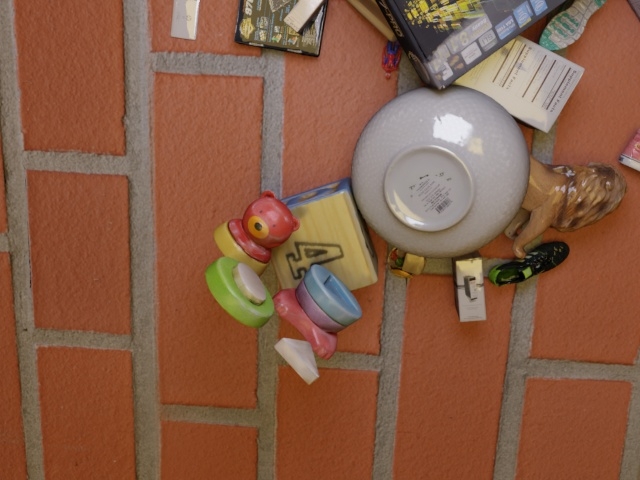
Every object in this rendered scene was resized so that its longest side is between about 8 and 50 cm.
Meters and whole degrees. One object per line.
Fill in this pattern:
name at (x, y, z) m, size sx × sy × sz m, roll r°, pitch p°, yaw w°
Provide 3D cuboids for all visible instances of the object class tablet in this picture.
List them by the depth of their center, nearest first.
tablet at (-0.281, -0.463, 1.296) m, size 0.054 × 0.006 × 0.083 m, roll 9°, pitch 104°, yaw 2°

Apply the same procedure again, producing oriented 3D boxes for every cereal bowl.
cereal bowl at (0.211, -0.115, 1.159) m, size 0.339 × 0.141 × 0.338 m, roll 6°, pitch 111°, yaw 17°

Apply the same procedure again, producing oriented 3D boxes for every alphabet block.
alphabet block at (0.000, 0.000, 1.288) m, size 0.194 × 0.192 × 0.197 m, roll -18°, pitch 102°, yaw 10°

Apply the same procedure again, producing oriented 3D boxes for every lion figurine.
lion figurine at (0.395, -0.126, 1.243) m, size 0.392 × 0.142 × 0.240 m, roll 31°, pitch 118°, yaw -11°

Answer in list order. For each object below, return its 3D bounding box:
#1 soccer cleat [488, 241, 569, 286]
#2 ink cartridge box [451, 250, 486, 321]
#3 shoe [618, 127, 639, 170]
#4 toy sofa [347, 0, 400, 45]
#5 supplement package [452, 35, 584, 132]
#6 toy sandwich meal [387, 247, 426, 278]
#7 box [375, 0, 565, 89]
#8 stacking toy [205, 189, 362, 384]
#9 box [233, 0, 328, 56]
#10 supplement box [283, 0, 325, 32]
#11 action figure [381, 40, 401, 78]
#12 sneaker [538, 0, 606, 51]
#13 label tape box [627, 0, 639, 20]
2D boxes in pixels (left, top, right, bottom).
soccer cleat at (0.446, 0.056, 1.323) m, size 0.179 × 0.072 × 0.060 m, roll -24°, pitch 100°, yaw 9°
ink cartridge box at (0.314, 0.093, 1.329) m, size 0.056 × 0.099 × 0.135 m, roll -6°, pitch 102°, yaw 7°
shoe at (0.703, -0.160, 1.256) m, size 0.178 × 0.063 × 0.081 m, roll 25°, pitch 109°, yaw 3°
toy sofa at (0.214, -0.554, 1.166) m, size 0.362 × 0.177 × 0.150 m, roll -44°, pitch 72°, yaw 8°
supplement package at (0.352, -0.325, 1.209) m, size 0.244 × 0.139 × 0.133 m, roll 26°, pitch 105°, yaw -3°
toy sandwich meal at (0.188, 0.048, 1.364) m, size 0.086 × 0.029 × 0.085 m, roll 1°, pitch 103°, yaw 4°
box at (0.267, -0.494, 1.025) m, size 0.395 × 0.097 × 0.318 m, roll -35°, pitch 116°, yaw 2°
stacking toy at (-0.046, 0.069, 1.072) m, size 0.130 × 0.279 × 0.309 m, roll -43°, pitch 100°, yaw 14°
box at (-0.071, -0.493, 1.248) m, size 0.175 × 0.051 × 0.220 m, roll 10°, pitch 104°, yaw 2°
supplement box at (-0.025, -0.447, 1.197) m, size 0.036 × 0.062 × 0.098 m, roll 40°, pitch 101°, yaw -8°
action figure at (0.146, -0.388, 1.268) m, size 0.038 × 0.030 × 0.115 m, roll 7°, pitch 106°, yaw -2°
sneaker at (0.476, -0.421, 1.198) m, size 0.166 × 0.076 × 0.065 m, roll -45°, pitch 97°, yaw -4°
label tape box at (0.675, -0.396, 1.065) m, size 0.106 × 0.333 × 0.240 m, roll -35°, pitch 98°, yaw 11°
